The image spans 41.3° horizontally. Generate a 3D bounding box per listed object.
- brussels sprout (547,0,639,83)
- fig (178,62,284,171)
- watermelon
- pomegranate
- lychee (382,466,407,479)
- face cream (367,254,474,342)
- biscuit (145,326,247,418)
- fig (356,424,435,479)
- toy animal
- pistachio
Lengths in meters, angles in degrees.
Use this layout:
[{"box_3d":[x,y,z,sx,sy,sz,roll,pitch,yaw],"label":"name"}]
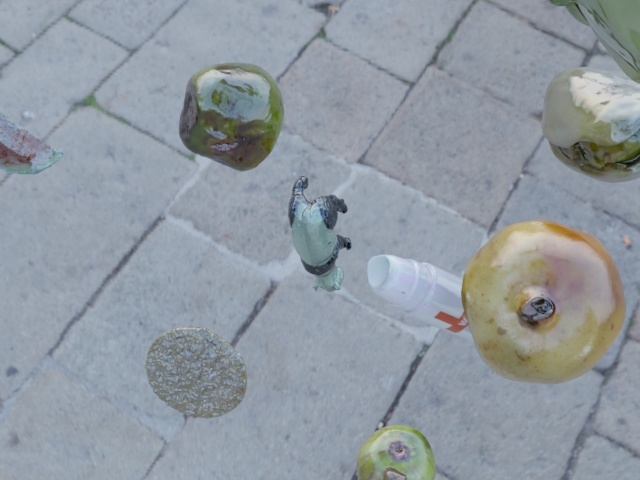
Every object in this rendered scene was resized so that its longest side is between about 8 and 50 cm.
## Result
[{"box_3d":[0.142,-0.173,0.280,0.210,0.271,0.219,-17,23,-11],"label":"brussels sprout"},{"box_3d":[-0.121,-0.182,1.206,0.154,0.144,0.165,50,54,-13],"label":"fig"},{"box_3d":[-0.438,-0.144,1.111,0.187,0.139,0.071,29,78,20],"label":"watermelon"},{"box_3d":[0.339,0.096,1.319,0.264,0.264,0.264,3,59,-5],"label":"pomegranate"},{"box_3d":[0.035,0.316,0.581,0.255,0.255,0.300,-5,69,-10],"label":"lychee"},{"box_3d":[0.236,0.114,1.520,0.345,0.102,0.102,23,54,-29],"label":"face cream"},{"box_3d":[-0.136,0.146,0.933,0.120,0.120,0.015,20,27,4],"label":"biscuit"},{"box_3d":[0.098,0.283,0.987,0.093,0.166,0.093,-12,40,10],"label":"fig"},{"box_3d":[0.000,0.000,1.551,0.094,0.225,0.121,2,44,13],"label":"toy animal"},{"box_3d":[0.489,-0.209,1.465,0.197,0.166,0.288,-40,32,5],"label":"pistachio"}]
